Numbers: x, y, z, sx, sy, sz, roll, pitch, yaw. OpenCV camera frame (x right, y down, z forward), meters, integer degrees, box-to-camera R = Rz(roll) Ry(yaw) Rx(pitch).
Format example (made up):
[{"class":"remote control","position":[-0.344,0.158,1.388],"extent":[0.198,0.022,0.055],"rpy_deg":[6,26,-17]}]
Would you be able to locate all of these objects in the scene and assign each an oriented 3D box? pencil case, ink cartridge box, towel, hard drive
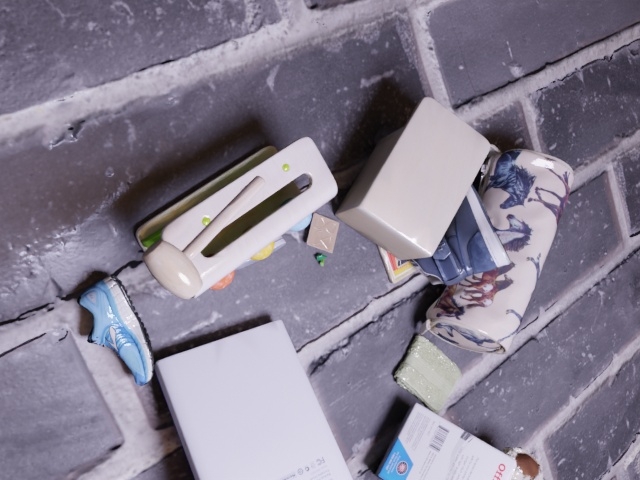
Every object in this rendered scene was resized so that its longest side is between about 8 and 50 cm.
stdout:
[{"class":"pencil case","position":[0.341,0.022,1.162],"extent":[0.184,0.160,0.410],"rpy_deg":[22,77,14]},{"class":"ink cartridge box","position":[0.223,0.412,1.077],"extent":[0.203,0.086,0.148],"rpy_deg":[30,71,10]},{"class":"towel","position":[0.213,0.261,1.164],"extent":[0.148,0.027,0.110],"rpy_deg":[43,69,-26]},{"class":"hard drive","position":[-0.088,0.293,0.873],"extent":[0.210,0.040,0.318],"rpy_deg":[-15,69,-32]}]

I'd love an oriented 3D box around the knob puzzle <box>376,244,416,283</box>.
[{"class":"knob puzzle","position":[0.174,-0.040,1.130],"extent":[0.213,0.030,0.212],"rpy_deg":[-1,92,-32]}]

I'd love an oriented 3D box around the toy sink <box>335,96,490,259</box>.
[{"class":"toy sink","position":[0.158,-0.104,1.043],"extent":[0.153,0.131,0.234],"rpy_deg":[33,77,-13]}]

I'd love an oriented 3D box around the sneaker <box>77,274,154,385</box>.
[{"class":"sneaker","position":[-0.284,0.132,0.833],"extent":[0.073,0.063,0.162],"rpy_deg":[-24,101,-11]}]

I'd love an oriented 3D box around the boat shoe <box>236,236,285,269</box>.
[{"class":"boat shoe","position":[-0.104,0.013,0.954],"extent":[0.100,0.035,0.035],"rpy_deg":[-29,79,-25]}]

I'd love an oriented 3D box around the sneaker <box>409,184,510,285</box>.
[{"class":"sneaker","position":[0.230,-0.023,1.098],"extent":[0.086,0.164,0.226],"rpy_deg":[42,29,-47]}]

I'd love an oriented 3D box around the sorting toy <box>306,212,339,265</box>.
[{"class":"sorting toy","position":[0.000,0.000,1.029],"extent":[0.062,0.012,0.083],"rpy_deg":[22,76,-36]}]

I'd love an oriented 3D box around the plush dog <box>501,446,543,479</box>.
[{"class":"plush dog","position":[0.325,0.553,1.179],"extent":[0.226,0.210,0.262],"rpy_deg":[-14,81,-14]}]

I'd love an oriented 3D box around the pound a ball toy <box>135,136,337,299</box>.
[{"class":"pound a ball toy","position":[-0.110,-0.017,0.843],"extent":[0.319,0.208,0.135],"rpy_deg":[-38,110,-27]}]
